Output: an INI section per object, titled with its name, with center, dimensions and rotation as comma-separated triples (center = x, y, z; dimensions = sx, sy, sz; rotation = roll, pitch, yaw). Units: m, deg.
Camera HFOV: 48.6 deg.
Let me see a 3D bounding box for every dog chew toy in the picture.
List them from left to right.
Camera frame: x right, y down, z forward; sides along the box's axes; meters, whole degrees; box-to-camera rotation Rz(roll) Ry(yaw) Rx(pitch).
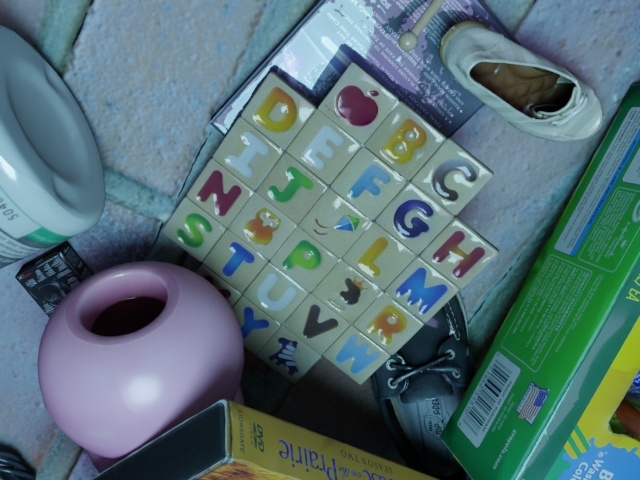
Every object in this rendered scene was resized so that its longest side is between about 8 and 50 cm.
[dog chew toy]
center = -0.173, 0.183, 0.780
dimensions = 0.207, 0.206, 0.331
rotation = -7, 130, 0

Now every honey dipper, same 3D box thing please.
[honey dipper]
center = 0.123, -0.241, 0.658
dimensions = 0.030, 0.030, 0.160
rotation = 39, 85, -19

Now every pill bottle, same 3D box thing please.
[pill bottle]
center = -0.406, -0.036, 0.653
dimensions = 0.361, 0.204, 0.204
rotation = -23, 114, 6

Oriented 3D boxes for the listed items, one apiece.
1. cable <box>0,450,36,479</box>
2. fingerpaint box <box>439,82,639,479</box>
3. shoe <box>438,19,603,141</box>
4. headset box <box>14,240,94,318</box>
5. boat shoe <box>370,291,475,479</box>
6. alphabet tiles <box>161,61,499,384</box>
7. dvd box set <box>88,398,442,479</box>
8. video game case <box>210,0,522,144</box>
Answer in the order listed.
[cable]
center = -0.451, 0.330, 0.913
dimensions = 0.151, 0.047, 0.184
rotation = 14, 111, -15
[fingerpaint box]
center = 0.404, 0.119, 0.745
dimensions = 0.371, 0.163, 0.444
rotation = 27, 95, -15
[shoe]
center = 0.209, -0.143, 0.702
dimensions = 0.219, 0.058, 0.076
rotation = 19, 118, -30
[headset box]
center = -0.288, 0.052, 0.797
dimensions = 0.062, 0.032, 0.083
rotation = -28, 114, 9
[boat shoe]
center = 0.123, 0.167, 0.833
dimensions = 0.127, 0.113, 0.340
rotation = -8, 115, 0
[alphabet tiles]
center = 0.000, 0.000, 0.742
dimensions = 0.285, 0.011, 0.342
rotation = 39, 118, -3
[dvd box set]
center = -0.048, 0.315, 0.768
dimensions = 0.308, 0.062, 0.420
rotation = -34, 134, 26
[video game case]
center = 0.050, -0.156, 0.728
dimensions = 0.196, 0.026, 0.274
rotation = 41, 107, -20
